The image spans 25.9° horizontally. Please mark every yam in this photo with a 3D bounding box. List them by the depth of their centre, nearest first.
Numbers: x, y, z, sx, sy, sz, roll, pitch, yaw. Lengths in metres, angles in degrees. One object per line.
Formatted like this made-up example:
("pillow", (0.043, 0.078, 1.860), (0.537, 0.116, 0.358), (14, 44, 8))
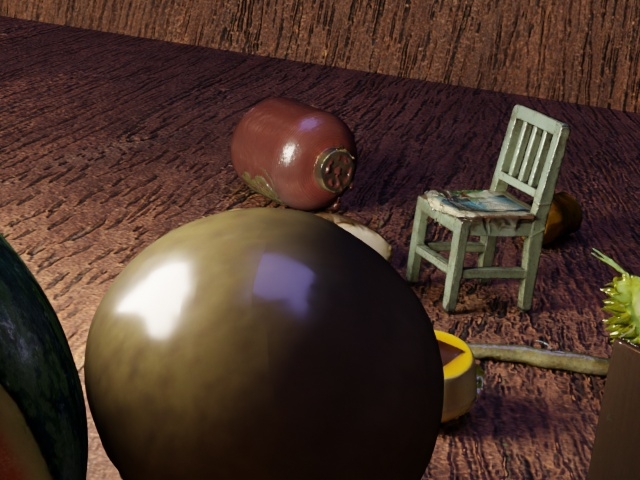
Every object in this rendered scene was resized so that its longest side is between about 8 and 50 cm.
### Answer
("yam", (0.266, 0.141, 1.703), (0.234, 0.029, 0.027), (8, 27, 0))

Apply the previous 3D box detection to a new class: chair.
("chair", (0.221, -0.046, 1.895), (0.147, 0.270, 0.136), (2, 18, -24))

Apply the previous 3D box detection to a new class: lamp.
("lamp", (-0.044, -0.139, 2.285), (0.180, 0.180, 0.258), (-4, 18, -35))

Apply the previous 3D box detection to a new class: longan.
("longan", (-0.052, 0.119, 1.172), (0.319, 0.318, 0.319), (7, 16, -2))

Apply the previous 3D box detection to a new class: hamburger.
("hamburger", (0.112, 0.150, 1.509), (0.127, 0.081, 0.141), (11, 28, 19))

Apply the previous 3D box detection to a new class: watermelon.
("watermelon", (-0.309, 0.128, 1.141), (0.293, 0.283, 0.250), (-10, 20, 21))

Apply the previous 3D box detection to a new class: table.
("table", (0.390, 0.191, 1.341), (0.193, 0.169, 0.172), (-4, 20, -34))

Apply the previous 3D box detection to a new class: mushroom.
("mushroom", (-0.001, -0.002, 1.993), (0.210, 0.072, 0.094), (2, 8, -19))

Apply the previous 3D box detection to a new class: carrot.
("carrot", (0.373, -0.036, 2.274), (0.082, 0.082, 0.173), (17, 20, 29))

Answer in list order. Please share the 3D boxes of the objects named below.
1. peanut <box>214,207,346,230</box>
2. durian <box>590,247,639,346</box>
("peanut", (-0.071, 0.017, 1.823), (0.233, 0.110, 0.197), (9, 11, 2))
("durian", (0.466, 0.135, 1.571), (0.356, 0.169, 0.157), (23, 23, 37))
